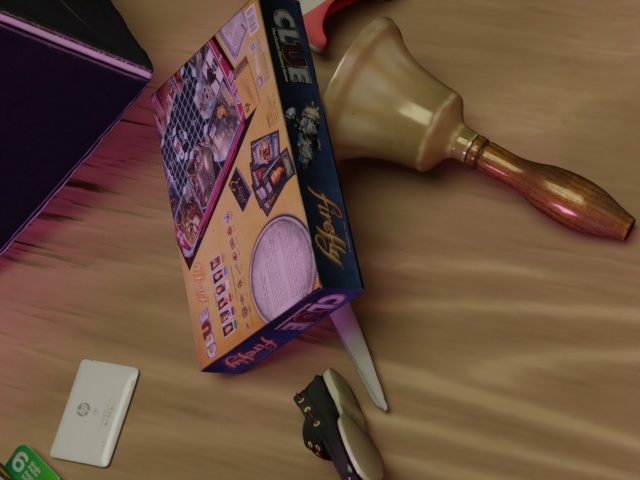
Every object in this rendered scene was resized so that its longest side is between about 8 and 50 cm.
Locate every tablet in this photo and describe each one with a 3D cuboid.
[{"bbox_3d":[-0.178,0.136,1.342,0.054,0.006,0.083,7,67,23],"label":"tablet"}]

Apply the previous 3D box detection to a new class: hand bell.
[{"bbox_3d":[0.127,-0.064,1.288,0.242,0.126,0.126,27,76,17],"label":"hand bell"}]

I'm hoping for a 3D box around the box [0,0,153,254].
[{"bbox_3d":[-0.464,-0.243,1.325,0.297,0.480,0.472,-45,56,20],"label":"box"}]

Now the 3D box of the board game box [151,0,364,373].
[{"bbox_3d":[-0.054,-0.041,1.295,0.165,0.042,0.243,-36,58,45],"label":"board game box"}]

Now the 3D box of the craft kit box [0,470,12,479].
[{"bbox_3d":[-0.246,0.313,1.215,0.246,0.061,0.250,35,80,12],"label":"craft kit box"}]

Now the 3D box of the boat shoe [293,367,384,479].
[{"bbox_3d":[0.012,0.142,1.224,0.042,0.049,0.133,-38,28,7],"label":"boat shoe"}]

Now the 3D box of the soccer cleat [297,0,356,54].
[{"bbox_3d":[0.058,-0.258,1.421,0.248,0.083,0.095,-38,88,-7],"label":"soccer cleat"}]

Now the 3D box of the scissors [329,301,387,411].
[{"bbox_3d":[0.000,0.000,1.335,0.109,0.021,0.297,-40,57,-3],"label":"scissors"}]

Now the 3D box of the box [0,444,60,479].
[{"bbox_3d":[-0.264,0.244,1.298,0.105,0.043,0.179,38,79,29],"label":"box"}]
